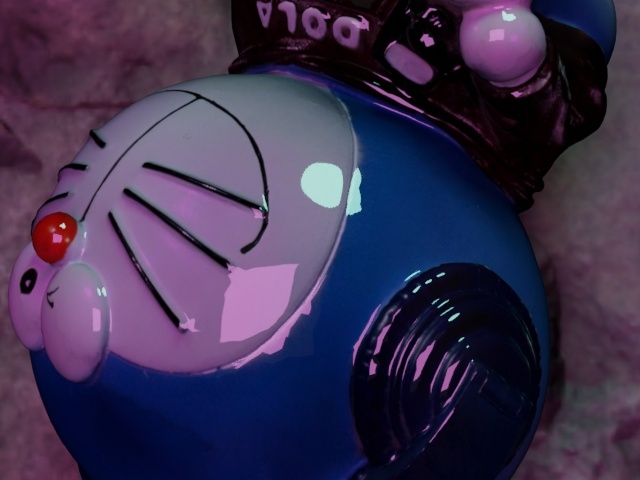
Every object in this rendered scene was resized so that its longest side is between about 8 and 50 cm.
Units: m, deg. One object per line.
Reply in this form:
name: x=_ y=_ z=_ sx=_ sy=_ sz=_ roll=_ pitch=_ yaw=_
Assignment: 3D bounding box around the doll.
doll: x=0.000 y=0.000 z=0.785 sx=0.284 sy=0.240 sz=0.310 roll=13 pitch=72 yaw=52
